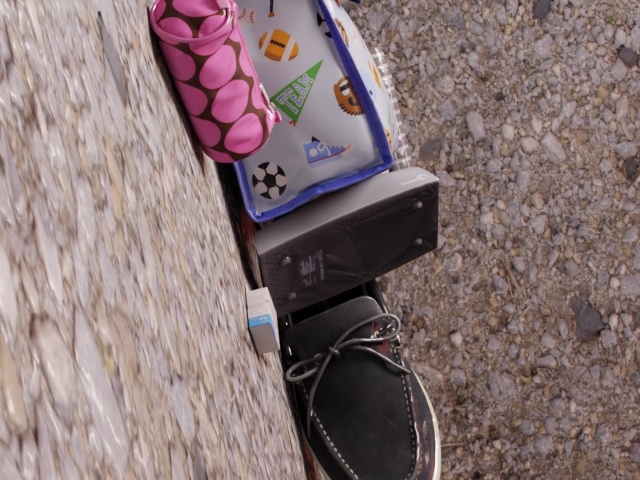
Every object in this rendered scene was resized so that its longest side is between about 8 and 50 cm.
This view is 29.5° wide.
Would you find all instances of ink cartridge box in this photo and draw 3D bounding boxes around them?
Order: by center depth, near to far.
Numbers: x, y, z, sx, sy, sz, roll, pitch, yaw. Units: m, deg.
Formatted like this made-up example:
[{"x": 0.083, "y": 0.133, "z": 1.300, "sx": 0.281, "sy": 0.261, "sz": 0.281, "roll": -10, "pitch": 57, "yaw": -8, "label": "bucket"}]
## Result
[{"x": -0.071, "y": 0.092, "z": 1.482, "sx": 0.083, "sy": 0.028, "sz": 0.048, "roll": -100, "pitch": 175, "yaw": -51, "label": "ink cartridge box"}]

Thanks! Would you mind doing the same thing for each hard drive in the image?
[{"x": 0.034, "y": -0.001, "z": 1.598, "sx": 0.172, "sy": 0.254, "sz": 0.054, "roll": 83, "pitch": -19, "yaw": -55, "label": "hard drive"}]

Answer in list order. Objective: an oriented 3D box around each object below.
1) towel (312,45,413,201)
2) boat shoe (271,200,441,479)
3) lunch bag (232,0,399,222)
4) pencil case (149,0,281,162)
[{"x": 0.014, "y": -0.165, "z": 1.913, "sx": 0.283, "sy": 0.121, "sz": 0.235, "roll": -8, "pitch": -81, "yaw": 50, "label": "towel"}, {"x": 0.030, "y": 0.155, "z": 1.702, "sx": 0.156, "sy": 0.186, "sz": 0.500, "roll": 60, "pitch": 11, "yaw": -60, "label": "boat shoe"}, {"x": -0.044, "y": -0.252, "z": 1.615, "sx": 0.328, "sy": 0.239, "sz": 0.386, "roll": -55, "pitch": 122, "yaw": -82, "label": "lunch bag"}, {"x": -0.111, "y": -0.182, "z": 1.323, "sx": 0.209, "sy": 0.098, "sz": 0.095, "roll": 70, "pitch": 7, "yaw": -55, "label": "pencil case"}]
